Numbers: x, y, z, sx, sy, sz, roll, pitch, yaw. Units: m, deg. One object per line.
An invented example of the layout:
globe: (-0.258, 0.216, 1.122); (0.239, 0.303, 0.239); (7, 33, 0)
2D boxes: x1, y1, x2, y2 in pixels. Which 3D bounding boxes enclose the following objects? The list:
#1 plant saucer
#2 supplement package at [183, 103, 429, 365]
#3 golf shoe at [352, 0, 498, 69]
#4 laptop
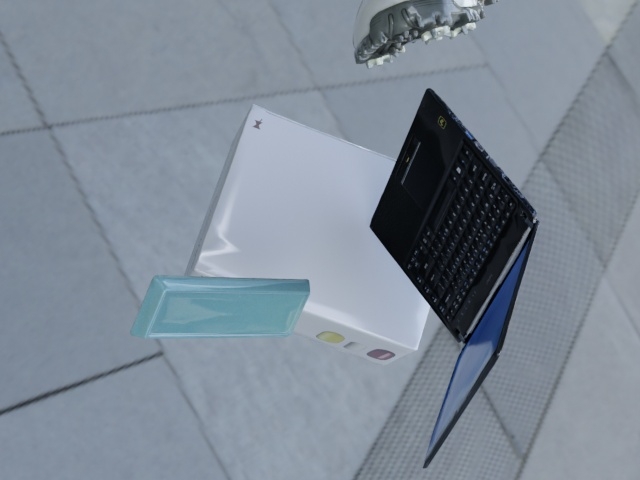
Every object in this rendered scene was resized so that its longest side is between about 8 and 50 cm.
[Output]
plant saucer: (-0.089, 0.066, 1.229); (0.192, 0.067, 0.018); (4, 29, -43)
supplement package: (0.000, 0.000, 1.471); (0.262, 0.145, 0.204); (20, 74, -7)
golf shoe: (0.069, -0.213, 1.029); (0.273, 0.105, 0.120); (-58, 128, -68)
laptop: (0.103, 0.038, 1.237); (0.136, 0.234, 0.264); (-24, 65, -28)
